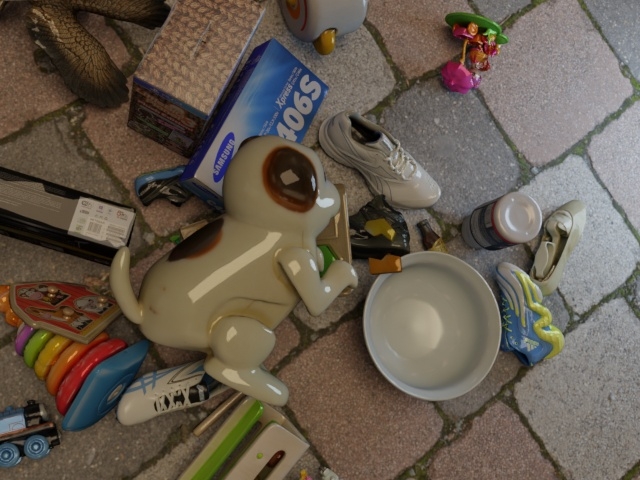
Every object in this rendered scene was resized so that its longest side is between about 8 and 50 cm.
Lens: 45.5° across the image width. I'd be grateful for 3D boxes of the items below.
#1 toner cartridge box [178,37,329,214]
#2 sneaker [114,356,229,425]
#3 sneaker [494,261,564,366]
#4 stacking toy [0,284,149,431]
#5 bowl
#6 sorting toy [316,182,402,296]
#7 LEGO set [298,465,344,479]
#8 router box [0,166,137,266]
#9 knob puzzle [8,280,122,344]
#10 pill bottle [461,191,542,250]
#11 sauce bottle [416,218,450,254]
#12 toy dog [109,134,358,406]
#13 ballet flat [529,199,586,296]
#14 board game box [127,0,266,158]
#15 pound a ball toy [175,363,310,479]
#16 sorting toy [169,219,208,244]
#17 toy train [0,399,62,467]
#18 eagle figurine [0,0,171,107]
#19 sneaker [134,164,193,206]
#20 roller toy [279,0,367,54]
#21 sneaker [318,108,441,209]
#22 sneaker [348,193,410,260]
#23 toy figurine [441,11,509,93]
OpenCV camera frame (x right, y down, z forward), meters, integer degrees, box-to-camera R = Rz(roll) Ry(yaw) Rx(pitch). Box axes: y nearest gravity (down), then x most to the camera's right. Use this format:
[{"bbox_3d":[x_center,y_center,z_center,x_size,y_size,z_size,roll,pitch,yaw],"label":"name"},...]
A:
[{"bbox_3d":[-0.126,-0.215,1.516,0.165,0.075,0.347,36,66,-27],"label":"toner cartridge box"},{"bbox_3d":[-0.261,0.276,1.398,0.237,0.086,0.085,-19,110,-38],"label":"sneaker"},{"bbox_3d":[0.428,0.168,1.651,0.126,0.091,0.240,-36,93,-18],"label":"sneaker"},{"bbox_3d":[-0.478,0.181,1.363,0.302,0.175,0.165,37,110,9],"label":"stacking toy"},{"bbox_3d":[0.207,0.175,1.562,0.298,0.134,0.297,2,81,-15],"label":"bowl"},{"bbox_3d":[0.000,0.000,1.503,0.307,0.041,0.228,-6,80,14],"label":"sorting toy"},{"bbox_3d":[-0.053,0.549,1.415,0.287,0.107,0.132,-47,135,-19],"label":"LEGO set"},{"bbox_3d":[-0.486,-0.043,1.338,0.309,0.243,0.080,18,76,-13],"label":"router box"},{"bbox_3d":[-0.461,0.107,1.358,0.213,0.213,0.030,13,110,-14],"label":"knob puzzle"},{"bbox_3d":[0.377,-0.034,1.622,0.108,0.180,0.107,3,81,-16],"label":"pill bottle"},{"bbox_3d":[0.248,0.014,1.649,0.042,0.042,0.128,-31,92,-19],"label":"sauce bottle"},{"bbox_3d":[-0.128,0.011,1.340,0.396,0.284,0.407,29,93,-19],"label":"toy dog"},{"bbox_3d":[0.525,0.004,1.704,0.086,0.086,0.248,26,74,-11],"label":"ballet flat"},{"bbox_3d":[-0.241,-0.317,1.428,0.141,0.291,0.232,28,75,-10],"label":"board game box"},{"bbox_3d":[-0.152,0.408,1.423,0.319,0.208,0.136,-50,120,-5],"label":"pound a ball toy"},{"bbox_3d":[-0.255,-0.001,1.519,0.083,0.012,0.062,-21,88,-19],"label":"sorting toy"},{"bbox_3d":[-0.555,0.346,1.342,0.184,0.080,0.105,-13,79,-18],"label":"toy train"},{"bbox_3d":[-0.458,-0.428,1.441,0.298,0.226,0.225,35,53,-3],"label":"eagle figurine"},{"bbox_3d":[-0.272,-0.108,1.513,0.188,0.067,0.078,-12,106,-20],"label":"sneaker"},{"bbox_3d":[-0.005,-0.513,1.585,0.146,0.209,0.191,-19,52,-19],"label":"roller toy"},{"bbox_3d":[0.132,-0.165,1.599,0.297,0.129,0.111,33,72,-10],"label":"sneaker"},{"bbox_3d":[0.073,-0.031,1.588,0.228,0.087,0.130,3,57,1],"label":"sneaker"},{"bbox_3d":[0.338,-0.407,1.726,0.173,0.130,0.159,16,90,-38],"label":"toy figurine"}]
